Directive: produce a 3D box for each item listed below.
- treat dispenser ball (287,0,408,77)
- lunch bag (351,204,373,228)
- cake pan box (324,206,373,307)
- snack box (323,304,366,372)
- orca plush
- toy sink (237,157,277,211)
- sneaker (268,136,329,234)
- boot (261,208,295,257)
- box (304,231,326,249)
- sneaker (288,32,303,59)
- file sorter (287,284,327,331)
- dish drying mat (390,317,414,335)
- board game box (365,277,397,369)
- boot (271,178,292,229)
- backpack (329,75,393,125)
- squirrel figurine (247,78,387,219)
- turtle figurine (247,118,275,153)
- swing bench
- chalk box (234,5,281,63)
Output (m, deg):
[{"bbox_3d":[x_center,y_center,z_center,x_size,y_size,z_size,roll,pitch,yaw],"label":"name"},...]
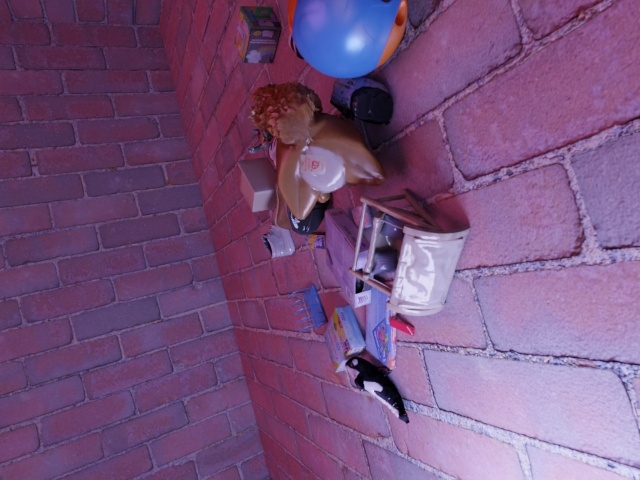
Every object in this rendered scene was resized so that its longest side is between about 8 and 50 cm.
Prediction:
[{"bbox_3d":[0.064,-0.546,0.998,0.288,0.288,0.288,35,132,53],"label":"treat dispenser ball"},{"bbox_3d":[0.139,-0.075,1.320,0.083,0.053,0.071,151,106,-73],"label":"lunch bag"},{"bbox_3d":[0.091,0.056,1.384,0.267,0.070,0.245,-124,22,-49],"label":"cake pan box"},{"bbox_3d":[0.085,0.378,1.578,0.207,0.070,0.174,108,150,-46],"label":"snack box"},{"bbox_3d":[0.204,0.473,1.388,0.102,0.151,0.287,-61,36,9],"label":"orca plush"},{"bbox_3d":[-0.286,-0.261,1.942,0.234,0.153,0.131,57,147,32],"label":"toy sink"},{"bbox_3d":[-0.089,-0.249,1.586,0.257,0.169,0.447,-170,78,-65],"label":"sneaker"},{"bbox_3d":[-0.219,-0.041,1.939,0.258,0.124,0.095,66,151,20],"label":"boot"},{"bbox_3d":[0.000,0.000,1.616,0.169,0.054,0.059,4,105,61],"label":"box"},{"bbox_3d":[-0.045,-0.715,1.376,0.121,0.079,0.216,56,155,29],"label":"sneaker"},{"bbox_3d":[-0.062,0.303,1.813,0.170,0.105,0.118,69,152,15],"label":"file sorter"},{"bbox_3d":[0.251,0.267,1.274,0.083,0.008,0.032,18,121,37],"label":"dish drying mat"},{"bbox_3d":[0.202,0.274,1.381,0.145,0.027,0.281,32,129,56],"label":"board game box"},{"bbox_3d":[-0.129,-0.186,1.770,0.115,0.112,0.305,23,123,24],"label":"boot"},{"bbox_3d":[0.108,-0.402,1.160,0.182,0.152,0.115,50,126,47],"label":"backpack"},{"bbox_3d":[-0.023,-0.313,1.229,0.397,0.281,0.370,53,-160,-23],"label":"squirrel figurine"},{"bbox_3d":[-0.264,-0.464,1.851,0.175,0.118,0.234,-61,31,33],"label":"turtle figurine"},{"bbox_3d":[0.221,0.033,1.089,0.255,0.165,0.253,45,138,46],"label":"swing bench"},{"bbox_3d":[-0.247,-0.834,1.638,0.132,0.132,0.213,65,149,22],"label":"chalk box"}]
